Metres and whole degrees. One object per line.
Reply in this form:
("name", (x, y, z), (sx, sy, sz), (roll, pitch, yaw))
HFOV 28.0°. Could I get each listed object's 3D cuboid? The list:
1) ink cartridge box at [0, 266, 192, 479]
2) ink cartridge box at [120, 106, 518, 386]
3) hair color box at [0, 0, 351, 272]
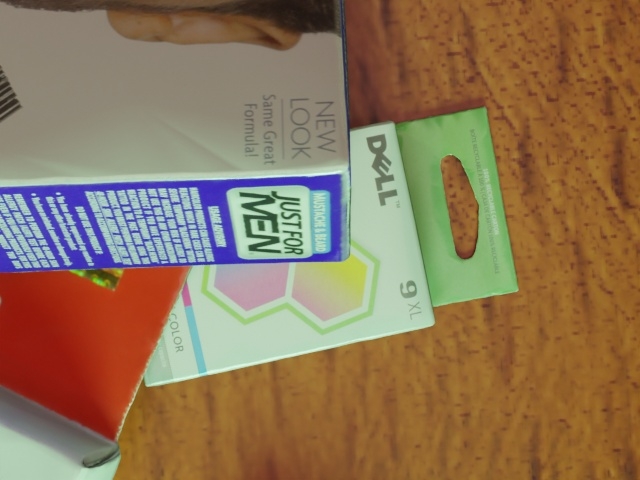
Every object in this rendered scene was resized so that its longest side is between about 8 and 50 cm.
("ink cartridge box", (-0.226, 0.054, 0.641), (0.275, 0.060, 0.239), (24, 97, 11))
("ink cartridge box", (0.000, 0.000, 0.679), (0.209, 0.062, 0.109), (-12, 93, -2))
("hair color box", (-0.157, -0.085, 0.607), (0.339, 0.110, 0.185), (-2, 66, -1))
